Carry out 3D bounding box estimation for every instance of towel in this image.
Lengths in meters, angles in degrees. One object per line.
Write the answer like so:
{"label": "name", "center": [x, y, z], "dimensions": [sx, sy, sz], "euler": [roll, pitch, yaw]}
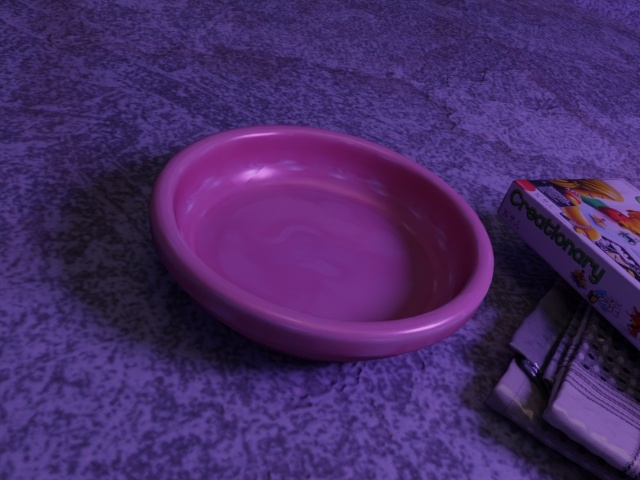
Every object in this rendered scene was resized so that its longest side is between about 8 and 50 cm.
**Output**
{"label": "towel", "center": [0.346, 0.140, 0.600], "dimensions": [0.324, 0.056, 0.312], "euler": [30, 39, 21]}

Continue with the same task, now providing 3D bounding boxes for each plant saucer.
{"label": "plant saucer", "center": [0.000, 0.000, 0.639], "dimensions": [0.331, 0.084, 0.332], "euler": [9, 37, -7]}

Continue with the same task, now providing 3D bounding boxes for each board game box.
{"label": "board game box", "center": [0.351, 0.038, 0.665], "dimensions": [0.192, 0.053, 0.305], "euler": [-4, 40, -30]}
